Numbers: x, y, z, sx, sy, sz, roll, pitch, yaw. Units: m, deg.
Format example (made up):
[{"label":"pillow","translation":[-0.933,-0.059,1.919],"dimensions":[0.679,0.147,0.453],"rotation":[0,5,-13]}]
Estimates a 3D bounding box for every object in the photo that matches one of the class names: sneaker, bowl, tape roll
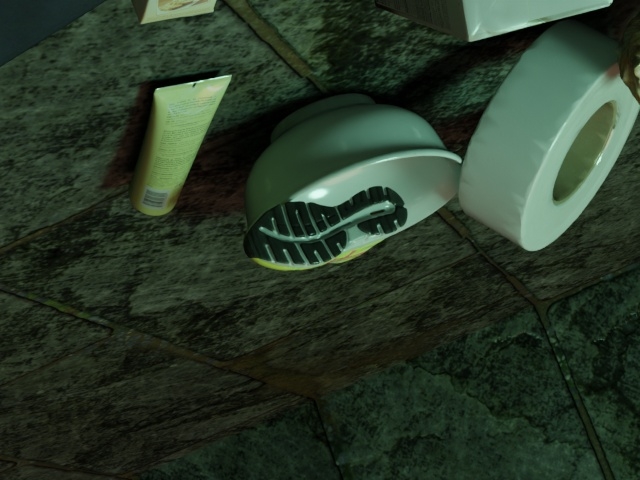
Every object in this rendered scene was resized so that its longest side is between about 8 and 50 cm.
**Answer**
[{"label":"sneaker","translation":[0.000,0.000,1.769],"dimensions":[0.208,0.081,0.094],"rotation":[-11,162,-28]},{"label":"bowl","translation":[0.023,-0.091,1.874],"dimensions":[0.297,0.134,0.298],"rotation":[-19,162,-6]},{"label":"tape roll","translation":[0.294,-0.131,1.884],"dimensions":[0.286,0.100,0.286],"rotation":[-44,153,-30]}]

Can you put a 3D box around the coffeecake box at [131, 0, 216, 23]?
[{"label":"coffeecake box","translation":[-0.117,-0.280,1.165],"dimensions":[0.068,0.142,0.185],"rotation":[-14,161,-21]}]

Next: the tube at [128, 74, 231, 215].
[{"label":"tube","translation":[-0.171,-0.115,1.735],"dimensions":[0.070,0.062,0.240],"rotation":[-61,180,-34]}]

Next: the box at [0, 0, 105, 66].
[{"label":"box","translation":[-0.238,-0.259,0.849],"dimensions":[0.294,0.296,0.182],"rotation":[-29,161,23]}]

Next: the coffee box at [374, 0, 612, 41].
[{"label":"coffee box","translation":[0.146,-0.260,1.374],"dimensions":[0.141,0.098,0.246],"rotation":[-15,-161,-12]}]

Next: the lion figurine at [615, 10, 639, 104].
[{"label":"lion figurine","translation":[0.499,-0.283,1.796],"dimensions":[0.392,0.142,0.240],"rotation":[-51,144,-14]}]
